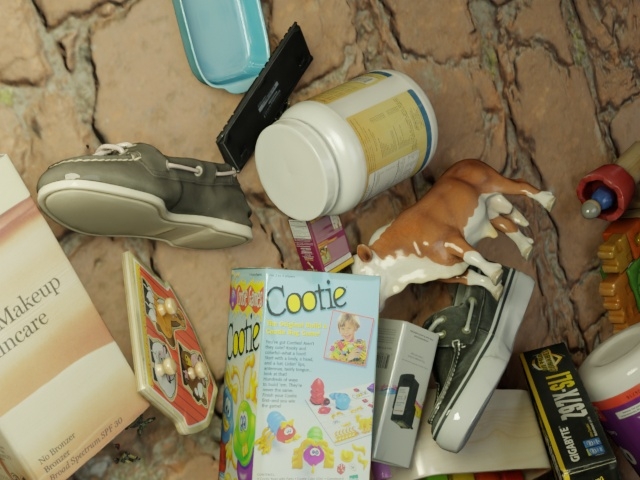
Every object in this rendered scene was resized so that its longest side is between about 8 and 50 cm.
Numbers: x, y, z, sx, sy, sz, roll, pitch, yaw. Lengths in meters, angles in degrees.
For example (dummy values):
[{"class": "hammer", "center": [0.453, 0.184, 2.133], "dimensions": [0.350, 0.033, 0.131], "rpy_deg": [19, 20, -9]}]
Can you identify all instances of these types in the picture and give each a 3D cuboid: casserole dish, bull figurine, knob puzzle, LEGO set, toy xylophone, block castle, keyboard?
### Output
[{"class": "casserole dish", "center": [-0.122, -0.264, 1.314], "dimensions": [0.114, 0.037, 0.189], "rpy_deg": [-23, 106, -39]}, {"class": "bull figurine", "center": [0.176, -0.004, 1.494], "dimensions": [0.310, 0.188, 0.101], "rpy_deg": [-48, 155, -38]}, {"class": "knob puzzle", "center": [-0.150, 0.123, 1.225], "dimensions": [0.213, 0.030, 0.213], "rpy_deg": [-21, 90, -80]}, {"class": "LEGO set", "center": [-0.215, 0.206, 1.247], "dimensions": [0.054, 0.023, 0.083], "rpy_deg": [23, 88, -37]}, {"class": "toy xylophone", "center": [0.194, 0.245, 1.549], "dimensions": [0.322, 0.081, 0.236], "rpy_deg": [15, 55, -34]}, {"class": "block castle", "center": [0.608, 0.063, 1.784], "dimensions": [0.213, 0.303, 0.453], "rpy_deg": [-39, 114, -33]}, {"class": "keyboard", "center": [-0.066, -0.167, 1.352], "dimensions": [0.180, 0.023, 0.108], "rpy_deg": [-58, 156, -16]}]

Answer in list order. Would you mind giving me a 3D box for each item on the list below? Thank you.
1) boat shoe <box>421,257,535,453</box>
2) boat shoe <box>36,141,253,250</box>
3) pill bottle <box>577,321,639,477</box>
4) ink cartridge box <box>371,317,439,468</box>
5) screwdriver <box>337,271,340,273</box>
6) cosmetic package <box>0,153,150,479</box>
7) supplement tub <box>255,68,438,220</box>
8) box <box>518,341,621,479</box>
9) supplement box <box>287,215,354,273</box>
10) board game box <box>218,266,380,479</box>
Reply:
[{"class": "boat shoe", "center": [0.186, 0.143, 1.484], "dimensions": [0.335, 0.119, 0.121], "rpy_deg": [-58, 170, -51]}, {"class": "boat shoe", "center": [-0.183, -0.057, 1.184], "dimensions": [0.335, 0.112, 0.096], "rpy_deg": [17, 60, -62]}, {"class": "pill bottle", "center": [0.547, 0.291, 1.717], "dimensions": [0.181, 0.181, 0.323], "rpy_deg": [-38, 94, -35]}, {"class": "ink cartridge box", "center": [0.064, 0.189, 1.419], "dimensions": [0.072, 0.127, 0.175], "rpy_deg": [24, 75, -41]}, {"class": "screwdriver", "center": [0.012, 0.080, 1.451], "dimensions": [0.024, 0.025, 0.170], "rpy_deg": [28, 63, -37]}, {"class": "cosmetic package", "center": [-0.311, 0.080, 1.086], "dimensions": [0.153, 0.129, 0.296], "rpy_deg": [-41, 116, -33]}, {"class": "supplement tub", "center": [0.033, -0.117, 1.379], "dimensions": [0.199, 0.144, 0.144], "rpy_deg": [-28, 108, -37]}, {"class": "box", "center": [0.368, 0.329, 1.579], "dimensions": [0.322, 0.079, 0.257], "rpy_deg": [-91, 165, -67]}, {"class": "supplement box", "center": [0.000, 0.000, 1.417], "dimensions": [0.055, 0.043, 0.083], "rpy_deg": [-29, 110, -37]}, {"class": "board game box", "center": [-0.028, 0.173, 1.305], "dimensions": [0.144, 0.142, 0.275], "rpy_deg": [5, 87, -20]}]
